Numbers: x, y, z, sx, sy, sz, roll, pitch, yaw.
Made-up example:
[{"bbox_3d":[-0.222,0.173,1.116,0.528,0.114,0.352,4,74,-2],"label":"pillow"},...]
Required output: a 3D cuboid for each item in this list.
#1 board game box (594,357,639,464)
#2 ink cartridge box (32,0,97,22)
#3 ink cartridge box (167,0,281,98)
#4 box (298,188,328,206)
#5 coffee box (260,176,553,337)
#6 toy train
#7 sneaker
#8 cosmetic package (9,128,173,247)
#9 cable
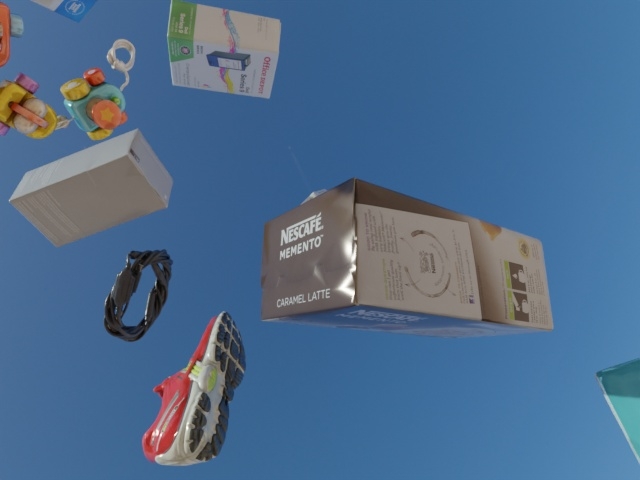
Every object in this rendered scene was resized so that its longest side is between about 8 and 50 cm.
[{"bbox_3d":[0.373,0.275,0.384,0.079,0.336,0.253,-32,-38,28],"label":"board game box"},{"bbox_3d":[-0.429,-0.435,0.673,0.134,0.231,0.078,-34,-103,22],"label":"ink cartridge box"},{"bbox_3d":[-0.196,-0.385,0.950,0.212,0.154,0.093,3,-108,-14],"label":"ink cartridge box"},{"bbox_3d":[0.000,0.000,0.829,0.126,0.072,0.137,-42,-93,20],"label":"box"},{"bbox_3d":[0.084,0.035,0.441,0.246,0.141,0.098,13,-111,-34],"label":"coffee box"},{"bbox_3d":[-0.238,-0.148,0.417,0.166,0.046,0.125,-6,-61,-52],"label":"toy train"},{"bbox_3d":[-0.199,0.216,0.730,0.118,0.279,0.107,-13,-62,14],"label":"sneaker"},{"bbox_3d":[-0.405,-0.092,0.839,0.238,0.107,0.127,-19,-49,4],"label":"cosmetic package"},{"bbox_3d":[-0.342,0.103,0.883,0.047,0.150,0.185,16,-81,13],"label":"cable"}]
